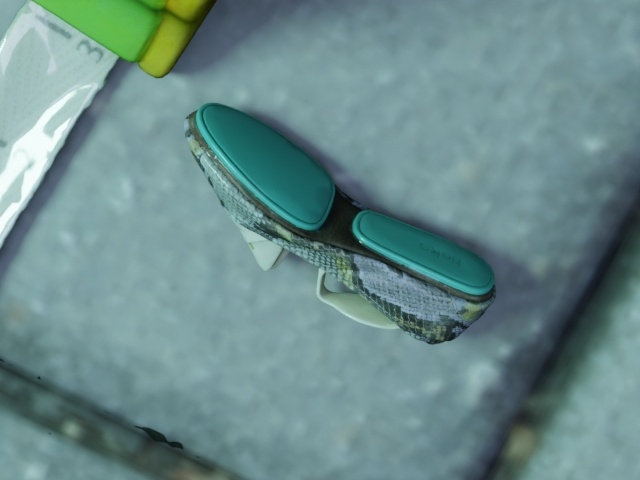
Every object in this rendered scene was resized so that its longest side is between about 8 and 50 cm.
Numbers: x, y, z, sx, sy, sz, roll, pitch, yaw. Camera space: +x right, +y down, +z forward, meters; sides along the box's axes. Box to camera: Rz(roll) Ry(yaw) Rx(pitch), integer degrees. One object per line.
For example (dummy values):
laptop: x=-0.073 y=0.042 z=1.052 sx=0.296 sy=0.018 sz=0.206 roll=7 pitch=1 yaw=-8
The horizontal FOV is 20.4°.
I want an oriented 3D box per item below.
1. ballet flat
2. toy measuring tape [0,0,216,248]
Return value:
ballet flat: x=0.000 y=0.000 z=0.572 sx=0.114 sy=0.041 sz=0.041 roll=31 pitch=100 yaw=-3
toy measuring tape: x=-0.069 y=-0.073 z=0.520 sx=0.121 sy=0.121 sz=0.330 roll=34 pitch=100 yaw=-5
